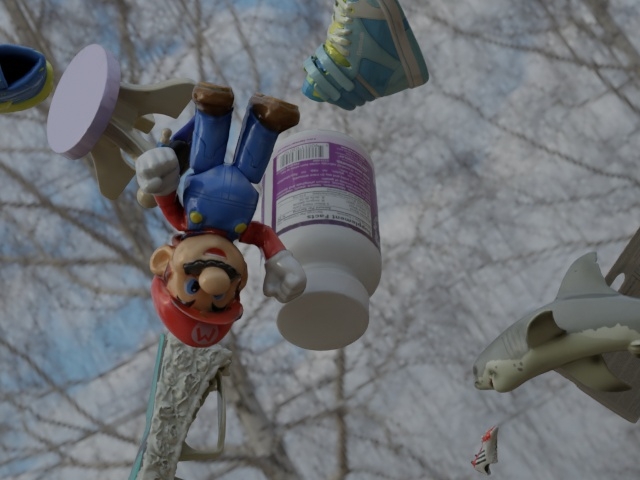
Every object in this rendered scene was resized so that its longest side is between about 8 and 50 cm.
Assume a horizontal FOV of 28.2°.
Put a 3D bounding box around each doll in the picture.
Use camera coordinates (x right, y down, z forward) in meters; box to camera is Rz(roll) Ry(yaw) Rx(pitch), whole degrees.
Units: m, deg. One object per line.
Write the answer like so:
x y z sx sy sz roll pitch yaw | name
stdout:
-0.214 -0.122 1.882 0.189 0.046 0.129 -56 -21 -29 | doll

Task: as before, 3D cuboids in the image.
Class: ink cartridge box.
0.341 0.088 1.430 0.232 0.066 0.189 32 -88 -42 | ink cartridge box

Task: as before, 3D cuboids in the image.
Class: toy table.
-0.338 -0.202 2.115 0.161 0.274 0.252 30 -60 -28 | toy table

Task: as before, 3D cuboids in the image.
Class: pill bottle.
0.000 0.000 1.779 0.169 0.301 0.169 -1 -43 -1 | pill bottle

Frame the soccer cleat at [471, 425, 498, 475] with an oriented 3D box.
0.253 0.313 1.898 0.029 0.035 0.083 -15 -48 -50 | soccer cleat

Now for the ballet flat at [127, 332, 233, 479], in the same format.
-0.208 0.311 1.820 0.147 0.409 0.147 9 -29 5 | ballet flat

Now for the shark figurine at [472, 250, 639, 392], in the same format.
0.273 0.064 1.142 0.278 0.116 0.166 -3 -36 7 | shark figurine

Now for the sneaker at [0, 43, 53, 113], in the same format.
-0.438 -0.192 1.538 0.240 0.091 0.126 -19 -6 -21 | sneaker

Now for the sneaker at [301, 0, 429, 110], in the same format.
0.037 -0.338 2.094 0.208 0.127 0.319 -27 -51 4 | sneaker

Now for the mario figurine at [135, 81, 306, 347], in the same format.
-0.115 -0.022 1.540 0.170 0.198 0.320 -8 -68 -67 | mario figurine
